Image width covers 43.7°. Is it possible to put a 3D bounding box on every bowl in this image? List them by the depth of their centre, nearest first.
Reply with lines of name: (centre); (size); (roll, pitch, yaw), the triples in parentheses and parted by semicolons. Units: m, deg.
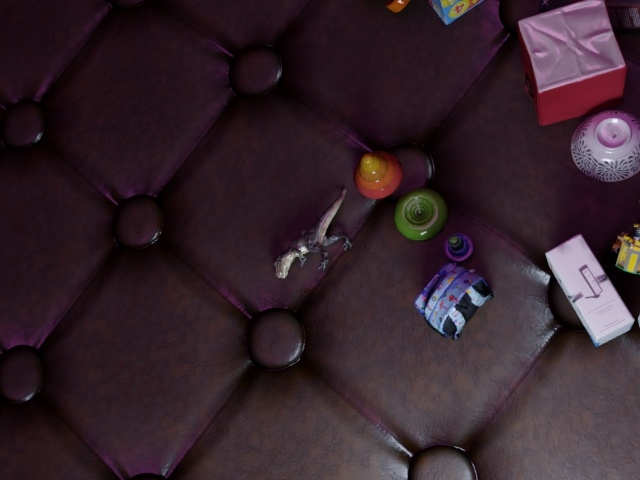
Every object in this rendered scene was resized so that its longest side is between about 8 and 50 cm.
bowl: (0.636, -0.220, 1.741); (0.170, 0.080, 0.170); (-4, 75, 15)

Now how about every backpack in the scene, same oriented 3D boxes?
backpack: (0.281, 0.123, 1.713); (0.117, 0.173, 0.158); (40, 91, 22)

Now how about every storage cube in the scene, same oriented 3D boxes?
storage cube: (0.551, -0.391, 1.750); (0.215, 0.193, 0.183); (-15, 73, 14)

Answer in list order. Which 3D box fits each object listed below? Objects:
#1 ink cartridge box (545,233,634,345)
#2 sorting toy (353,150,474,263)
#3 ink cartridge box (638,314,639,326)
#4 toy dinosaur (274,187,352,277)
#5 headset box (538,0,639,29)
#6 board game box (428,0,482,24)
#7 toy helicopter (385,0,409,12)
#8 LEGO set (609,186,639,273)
ink cartridge box: (0.554, 0.104, 1.647); (0.086, 0.148, 0.203); (-30, 69, 10)
sorting toy: (0.202, -0.091, 1.818); (0.127, 0.126, 0.365); (-45, 68, 2)
ink cartridge box: (0.753, 0.198, 1.597); (0.191, 0.082, 0.139); (-14, 73, 15)
toy dinosaur: (0.000, 0.000, 1.894); (0.268, 0.064, 0.118); (-47, 62, -2)
headset box: (0.660, -0.594, 1.787); (0.293, 0.110, 0.218); (7, 78, 30)
board game box: (0.373, -0.678, 1.819); (0.308, 0.302, 0.086); (-34, 70, 7)
toy helicopter: (0.224, -0.751, 1.946); (0.235, 0.140, 0.355); (-27, 40, 54)
LEGO set: (0.753, -0.017, 1.558); (0.331, 0.255, 0.192); (21, 110, 32)
